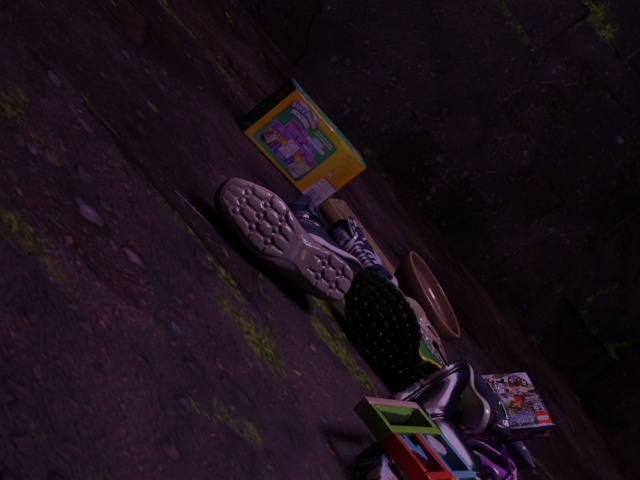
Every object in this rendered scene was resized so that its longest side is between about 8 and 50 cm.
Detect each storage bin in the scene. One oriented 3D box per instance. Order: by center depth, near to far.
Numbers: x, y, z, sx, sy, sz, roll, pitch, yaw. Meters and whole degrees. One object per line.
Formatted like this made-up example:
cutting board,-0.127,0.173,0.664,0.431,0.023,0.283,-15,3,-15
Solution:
storage bin,0.384,0.453,2.071,0.135,0.091,0.098,49,13,-18

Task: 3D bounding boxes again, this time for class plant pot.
plant pot,0.232,0.152,2.288,0.237,0.110,0.237,55,15,-22

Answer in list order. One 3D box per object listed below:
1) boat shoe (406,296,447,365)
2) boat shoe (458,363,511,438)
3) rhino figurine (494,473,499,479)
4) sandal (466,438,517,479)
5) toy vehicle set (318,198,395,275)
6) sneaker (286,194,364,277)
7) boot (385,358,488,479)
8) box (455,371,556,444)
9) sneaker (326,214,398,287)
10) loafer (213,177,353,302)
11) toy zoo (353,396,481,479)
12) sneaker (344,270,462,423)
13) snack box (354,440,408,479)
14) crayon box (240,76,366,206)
boat shoe,0.200,0.212,2.057,0.302,0.109,0.098,45,12,-53
boat shoe,0.319,0.322,1.916,0.079,0.095,0.254,25,8,-13
rhino figurine,0.354,0.538,1.703,0.106,0.073,0.243,31,37,-57
sandal,0.325,0.446,1.846,0.416,0.102,0.169,36,20,-46
toy vehicle set,0.103,0.010,2.418,0.267,0.035,0.166,54,13,9
sneaker,0.001,-0.001,1.971,0.226,0.086,0.163,39,21,-43
boot,0.225,0.339,1.671,0.246,0.094,0.207,-20,69,-44
box,0.358,0.356,2.016,0.233,0.044,0.159,-2,36,-17
sneaker,0.079,0.042,2.090,0.153,0.099,0.282,53,5,-19
loafer,-0.077,0.004,1.684,0.319,0.112,0.111,44,-21,-29
toy zoo,0.186,0.356,1.424,0.293,0.030,0.192,49,15,29
sneaker,0.155,0.214,1.893,0.343,0.134,0.146,60,5,-6
snack box,0.118,0.412,1.307,0.187,0.060,0.322,51,12,-5
crayon box,-0.039,-0.232,2.281,0.278,0.165,0.081,46,14,-27
